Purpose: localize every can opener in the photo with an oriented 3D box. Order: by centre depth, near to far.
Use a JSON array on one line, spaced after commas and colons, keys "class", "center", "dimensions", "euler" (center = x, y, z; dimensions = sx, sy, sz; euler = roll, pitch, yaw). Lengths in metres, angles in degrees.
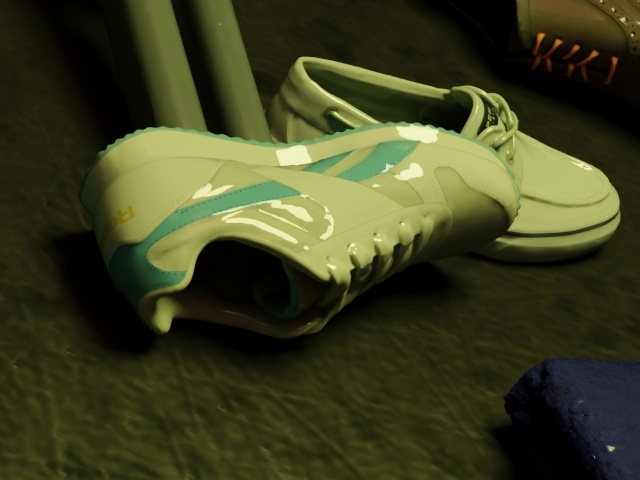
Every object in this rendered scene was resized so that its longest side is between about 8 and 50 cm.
[{"class": "can opener", "center": [-0.082, -0.148, 0.950], "dimensions": [0.074, 0.093, 0.280], "euler": [1, 61, -28]}]

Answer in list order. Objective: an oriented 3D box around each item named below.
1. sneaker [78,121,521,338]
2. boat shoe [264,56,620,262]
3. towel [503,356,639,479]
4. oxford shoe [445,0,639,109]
[{"class": "sneaker", "center": [0.000, 0.000, 0.869], "dimensions": [0.229, 0.087, 0.092], "euler": [-4, 52, -25]}, {"class": "boat shoe", "center": [0.076, -0.046, 0.968], "dimensions": [0.226, 0.076, 0.083], "euler": [7, 40, -24]}, {"class": "towel", "center": [0.255, 0.152, 0.840], "dimensions": [0.308, 0.076, 0.227], "euler": [7, 33, -24]}, {"class": "oxford shoe", "center": [0.173, -0.125, 1.135], "dimensions": [0.271, 0.097, 0.098], "euler": [38, 57, 24]}]
